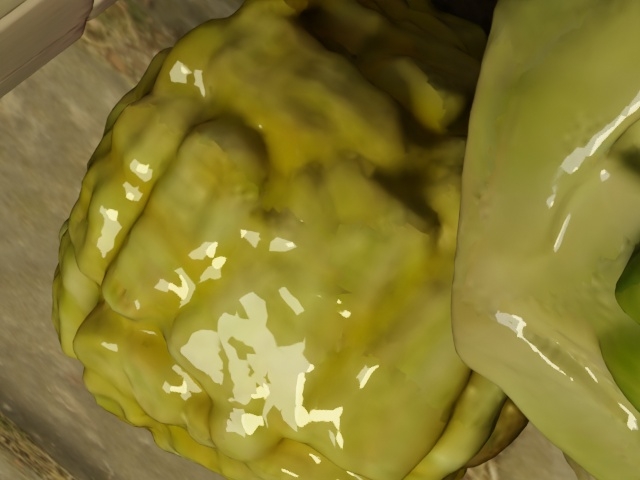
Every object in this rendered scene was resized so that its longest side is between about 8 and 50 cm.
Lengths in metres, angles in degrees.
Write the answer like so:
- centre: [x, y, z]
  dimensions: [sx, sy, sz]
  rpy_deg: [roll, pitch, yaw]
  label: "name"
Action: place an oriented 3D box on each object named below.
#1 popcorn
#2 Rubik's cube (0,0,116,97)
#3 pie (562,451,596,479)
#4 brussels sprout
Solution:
- centre: [0.007, 0.006, 0.762]
  dimensions: [0.237, 0.293, 0.293]
  rpy_deg: [32, 146, 3]
  label: "popcorn"
- centre: [-0.228, -0.201, 0.680]
  dimensions: [0.322, 0.316, 0.319]
  rpy_deg: [51, 171, -7]
  label: "Rubik's cube"
- centre: [0.253, 0.105, 0.762]
  dimensions: [0.337, 0.075, 0.337]
  rpy_deg: [27, 141, 24]
  label: "pie"
- centre: [0.208, -0.010, 0.520]
  dimensions: [0.328, 0.247, 0.328]
  rpy_deg: [5, 103, 23]
  label: "brussels sprout"
